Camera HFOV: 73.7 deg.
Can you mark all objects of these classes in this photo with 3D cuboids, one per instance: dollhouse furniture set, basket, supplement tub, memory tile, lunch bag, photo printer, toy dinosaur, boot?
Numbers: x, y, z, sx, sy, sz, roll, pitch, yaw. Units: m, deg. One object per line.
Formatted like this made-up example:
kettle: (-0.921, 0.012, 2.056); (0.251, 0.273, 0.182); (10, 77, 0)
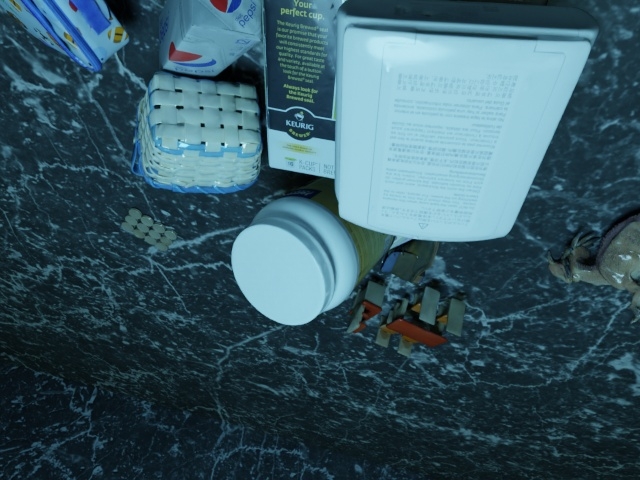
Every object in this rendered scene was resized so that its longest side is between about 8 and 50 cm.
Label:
dollhouse furniture set: (0.210, 0.225, 1.140); (0.259, 0.135, 0.262); (24, 148, -8)
basket: (-0.230, -0.185, 0.835); (0.254, 0.201, 0.289); (-1, 161, -25)
supplement tub: (0.000, 0.000, 0.842); (0.228, 0.316, 0.228); (14, 120, 26)
memory tile: (-0.493, -0.030, 1.232); (0.148, 0.012, 0.113); (34, 135, -18)
lunch bag: (-0.444, -0.414, 0.642); (0.243, 0.115, 0.303); (34, 167, 22)
photo printer: (0.144, -0.123, 0.534); (0.256, 0.107, 0.308); (7, 137, 8)
toy dinosaur: (0.607, 0.019, 0.856); (0.200, 0.127, 0.296); (44, 124, 23)
boot: (0.210, 0.026, 1.010); (0.106, 0.082, 0.219); (11, 139, 3)

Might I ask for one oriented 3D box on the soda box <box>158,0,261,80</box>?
soda box: (-0.177, -0.318, 0.641); (0.091, 0.098, 0.286); (-2, -171, -28)

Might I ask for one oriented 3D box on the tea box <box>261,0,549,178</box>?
tea box: (0.102, -0.268, 0.636); (0.329, 0.220, 0.324); (11, 138, 5)

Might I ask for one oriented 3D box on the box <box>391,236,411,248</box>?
box: (0.087, 0.015, 1.051); (0.063, 0.067, 0.324); (41, 132, -23)
